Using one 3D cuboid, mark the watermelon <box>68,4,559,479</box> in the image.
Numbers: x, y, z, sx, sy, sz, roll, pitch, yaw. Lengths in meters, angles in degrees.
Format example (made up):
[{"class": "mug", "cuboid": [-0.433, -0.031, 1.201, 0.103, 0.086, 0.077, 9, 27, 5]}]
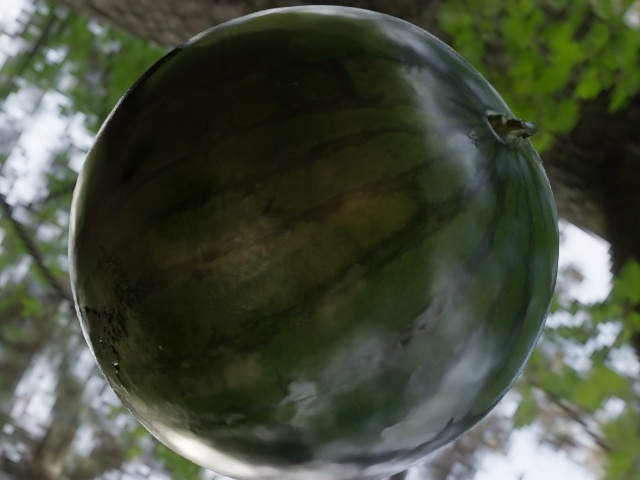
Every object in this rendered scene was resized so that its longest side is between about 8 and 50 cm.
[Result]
[{"class": "watermelon", "cuboid": [-0.004, 0.002, 0.965, 0.242, 0.242, 0.242, -35, -141, 34]}]
